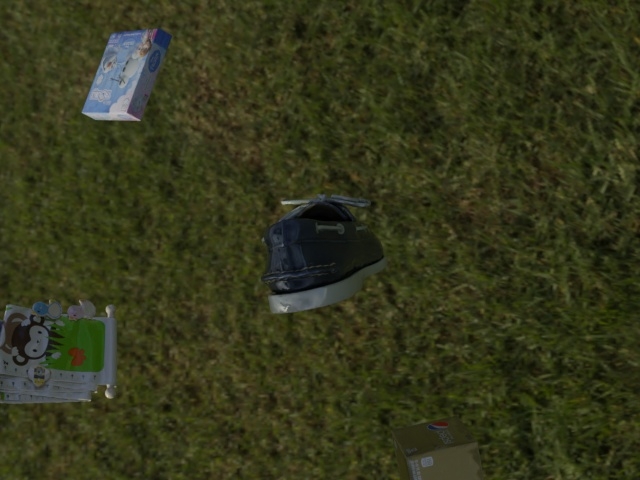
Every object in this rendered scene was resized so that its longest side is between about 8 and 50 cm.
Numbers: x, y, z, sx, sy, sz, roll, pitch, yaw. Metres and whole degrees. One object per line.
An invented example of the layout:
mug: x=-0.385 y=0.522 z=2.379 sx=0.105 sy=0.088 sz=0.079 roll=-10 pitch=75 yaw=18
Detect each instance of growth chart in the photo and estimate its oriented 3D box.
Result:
growth chart: x=-0.405 y=0.164 z=1.288 sx=0.021 sy=0.237 sz=0.172 roll=-44 pitch=53 yaw=51

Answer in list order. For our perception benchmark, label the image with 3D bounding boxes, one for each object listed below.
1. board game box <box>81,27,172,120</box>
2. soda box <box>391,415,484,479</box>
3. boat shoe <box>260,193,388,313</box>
board game box: x=-0.191 y=-0.162 z=0.868 sx=0.090 sy=0.020 sz=0.090 roll=9 pitch=78 yaw=47
soda box: x=0.104 y=0.238 z=0.701 sx=0.058 sy=0.061 sz=0.181 roll=-12 pitch=100 yaw=-5
boat shoe: x=0.000 y=0.000 z=0.773 sx=0.095 sy=0.254 sz=0.079 roll=-9 pitch=97 yaw=16
